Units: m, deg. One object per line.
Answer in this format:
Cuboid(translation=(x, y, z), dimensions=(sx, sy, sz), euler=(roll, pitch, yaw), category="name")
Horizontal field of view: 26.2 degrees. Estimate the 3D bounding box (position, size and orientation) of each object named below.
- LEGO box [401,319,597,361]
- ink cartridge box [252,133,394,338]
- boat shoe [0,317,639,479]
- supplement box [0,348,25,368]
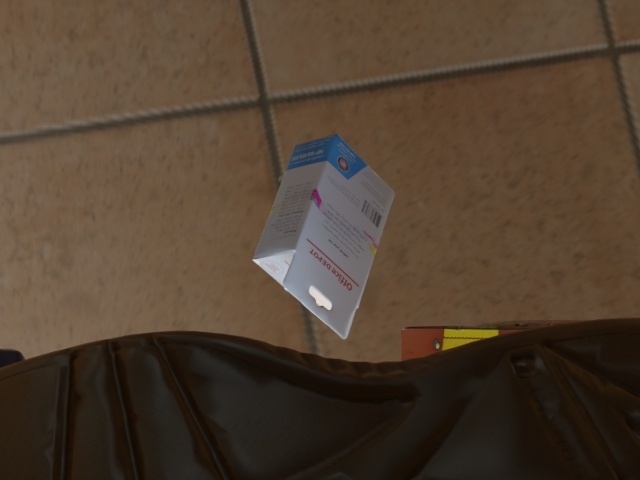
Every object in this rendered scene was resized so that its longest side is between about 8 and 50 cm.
Cuboid(translation=(0.271, 0.317, 1.187), dimensions=(0.372, 0.193, 0.500), euler=(1, 87, -34), category="LEGO box")
Cuboid(translation=(0.000, 0.000, 1.362), dimensions=(0.104, 0.061, 0.181), euler=(43, 52, -34), category="ink cartridge box")
Cuboid(translation=(0.001, 0.109, 0.509), dimensions=(0.341, 0.110, 0.122), euler=(-2, 43, -11), category="boat shoe")
Cuboid(translation=(-0.235, 0.220, 0.603), dimensions=(0.195, 0.356, 0.194), euler=(3, 119, -10), category="supplement box")
